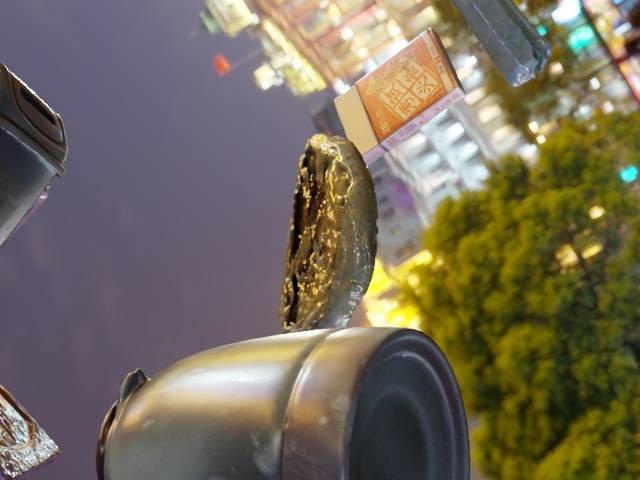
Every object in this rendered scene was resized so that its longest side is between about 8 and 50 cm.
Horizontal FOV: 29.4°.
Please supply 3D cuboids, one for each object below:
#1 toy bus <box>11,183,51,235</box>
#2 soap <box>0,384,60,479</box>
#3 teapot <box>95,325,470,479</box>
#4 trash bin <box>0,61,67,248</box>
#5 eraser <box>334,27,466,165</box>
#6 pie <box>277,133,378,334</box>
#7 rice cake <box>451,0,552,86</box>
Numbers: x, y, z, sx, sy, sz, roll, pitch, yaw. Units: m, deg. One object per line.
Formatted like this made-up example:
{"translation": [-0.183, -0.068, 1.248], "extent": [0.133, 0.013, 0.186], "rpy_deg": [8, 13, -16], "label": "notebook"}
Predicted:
{"translation": [-0.533, -0.065, 2.081], "extent": [0.063, 0.203, 0.090], "rpy_deg": [12, -131, -41], "label": "toy bus"}
{"translation": [-0.526, 0.290, 1.783], "extent": [0.233, 0.128, 0.359], "rpy_deg": [47, 177, 2], "label": "soap"}
{"translation": [-0.043, 0.233, 1.077], "extent": [0.233, 0.312, 0.315], "rpy_deg": [-36, -64, -55], "label": "teapot"}
{"translation": [-0.503, -0.102, 1.760], "extent": [0.182, 0.290, 0.209], "rpy_deg": [28, 170, 24], "label": "trash bin"}
{"translation": [0.138, -0.255, 2.185], "extent": [0.038, 0.230, 0.157], "rpy_deg": [31, -149, -47], "label": "eraser"}
{"translation": [0.000, 0.000, 1.835], "extent": [0.077, 0.339, 0.339], "rpy_deg": [9, -144, -17], "label": "pie"}
{"translation": [0.184, -0.351, 1.603], "extent": [0.336, 0.063, 0.066], "rpy_deg": [56, 166, 15], "label": "rice cake"}
